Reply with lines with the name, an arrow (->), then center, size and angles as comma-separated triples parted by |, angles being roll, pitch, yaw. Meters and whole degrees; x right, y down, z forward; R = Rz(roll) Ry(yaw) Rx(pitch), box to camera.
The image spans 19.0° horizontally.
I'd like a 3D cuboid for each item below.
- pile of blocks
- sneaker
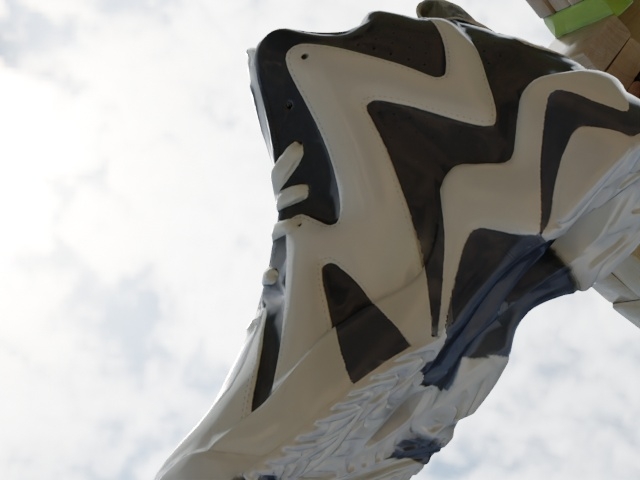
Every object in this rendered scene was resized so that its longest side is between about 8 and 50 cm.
pile of blocks -> 0.237, -0.114, 1.382 | 0.149, 0.113, 0.362 | -16, -90, -25
sneaker -> 0.000, 0.000, 0.713 | 0.235, 0.094, 0.153 | -46, -121, -2
